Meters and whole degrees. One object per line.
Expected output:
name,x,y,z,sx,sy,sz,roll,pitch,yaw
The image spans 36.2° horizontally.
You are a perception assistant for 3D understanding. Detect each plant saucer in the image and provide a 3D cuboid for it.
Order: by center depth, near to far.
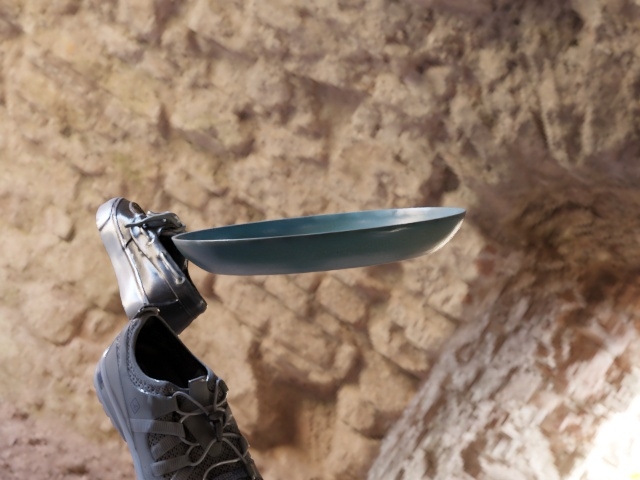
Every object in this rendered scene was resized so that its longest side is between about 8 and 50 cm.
plant saucer,0.000,0.000,1.061,0.317,0.044,0.317,-5,5,0

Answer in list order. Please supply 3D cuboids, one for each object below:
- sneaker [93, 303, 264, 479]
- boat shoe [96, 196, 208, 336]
sneaker,-0.125,0.181,0.919,0.105,0.115,0.281,-17,53,-43
boat shoe,-0.216,0.016,1.289,0.113,0.105,0.306,52,3,-31
